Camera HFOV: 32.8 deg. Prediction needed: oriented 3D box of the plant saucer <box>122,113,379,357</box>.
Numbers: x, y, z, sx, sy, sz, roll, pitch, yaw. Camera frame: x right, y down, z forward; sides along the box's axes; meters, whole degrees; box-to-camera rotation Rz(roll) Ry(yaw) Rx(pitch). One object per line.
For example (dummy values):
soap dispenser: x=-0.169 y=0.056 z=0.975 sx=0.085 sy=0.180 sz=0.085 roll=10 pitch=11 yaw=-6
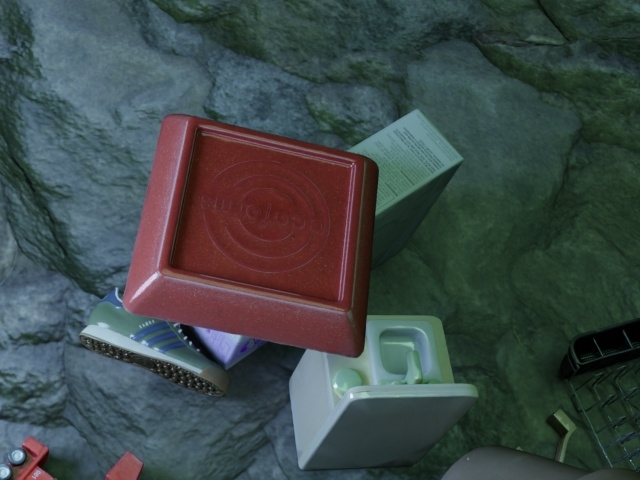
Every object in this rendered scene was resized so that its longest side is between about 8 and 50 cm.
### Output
plant saucer: x=-0.062 y=-0.020 z=1.176 sx=0.258 sy=0.047 sz=0.259 roll=12 pitch=59 yaw=-9

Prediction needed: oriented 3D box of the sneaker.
sneaker: x=-0.190 y=0.117 z=1.330 sx=0.192 sy=0.064 sz=0.086 roll=21 pitch=61 yaw=0

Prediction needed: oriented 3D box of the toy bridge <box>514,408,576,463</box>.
toy bridge: x=0.264 y=0.292 z=1.383 sx=0.188 sy=0.026 sz=0.063 roll=-35 pitch=75 yaw=-30

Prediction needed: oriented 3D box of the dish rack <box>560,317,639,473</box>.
dish rack: x=0.453 y=0.239 z=1.443 sx=0.208 sy=0.074 sz=0.271 roll=-12 pitch=64 yaw=-22

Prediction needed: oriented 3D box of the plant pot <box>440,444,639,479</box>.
plant pot: x=0.244 y=0.345 z=1.212 sx=0.263 sy=0.263 sz=0.229 roll=-22 pitch=27 yaw=-27

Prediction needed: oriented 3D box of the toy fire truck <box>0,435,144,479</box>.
toy fire truck: x=-0.301 y=0.292 z=1.203 sx=0.135 sy=0.047 sz=0.192 roll=35 pitch=57 yaw=4

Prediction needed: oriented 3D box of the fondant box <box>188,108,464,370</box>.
fondant box: x=0.000 y=0.000 z=1.354 sx=0.330 sy=0.238 sz=0.096 roll=-32 pitch=74 yaw=-30

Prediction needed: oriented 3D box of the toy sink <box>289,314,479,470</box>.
toy sink: x=0.066 y=0.168 z=1.275 sx=0.153 sy=0.234 sz=0.131 roll=0 pitch=60 yaw=-15
